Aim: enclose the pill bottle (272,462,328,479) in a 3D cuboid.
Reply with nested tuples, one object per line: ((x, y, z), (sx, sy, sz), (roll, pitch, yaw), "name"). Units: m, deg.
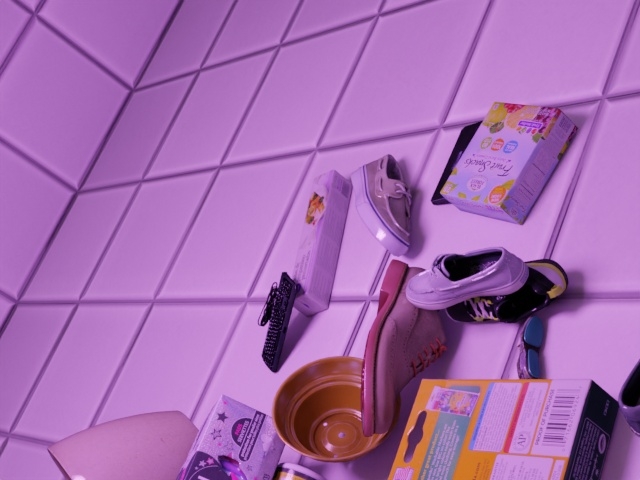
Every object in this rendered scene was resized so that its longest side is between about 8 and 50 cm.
((-0.058, 0.471, 1.826), (0.103, 0.103, 0.184), (-6, 53, 50), "pill bottle")

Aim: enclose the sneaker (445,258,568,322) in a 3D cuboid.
((0.282, 0.090, 1.754), (0.234, 0.084, 0.097), (-23, 16, 40), "sneaker")

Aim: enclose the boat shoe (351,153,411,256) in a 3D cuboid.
((0.128, -0.080, 2.137), (0.094, 0.109, 0.302), (-41, 31, 15), "boat shoe")

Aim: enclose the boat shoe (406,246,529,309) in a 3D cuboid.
((0.218, 0.050, 1.745), (0.227, 0.081, 0.079), (-14, 44, 41), "boat shoe")

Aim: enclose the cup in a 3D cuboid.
((-0.312, 0.448, 2.027), (0.237, 0.331, 0.331), (-35, 27, -19), "cup")

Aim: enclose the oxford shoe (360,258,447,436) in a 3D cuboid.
((0.144, 0.175, 1.818), (0.130, 0.123, 0.348), (11, 52, 7), "oxford shoe")

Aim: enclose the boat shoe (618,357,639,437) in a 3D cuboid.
((0.505, 0.124, 1.441), (0.319, 0.099, 0.116), (-53, 30, -2), "boat shoe")

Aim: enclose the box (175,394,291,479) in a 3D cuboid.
((-0.169, 0.413, 1.849), (0.163, 0.142, 0.247), (121, 172, -54), "box")

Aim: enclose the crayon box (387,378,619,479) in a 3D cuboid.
((0.257, 0.307, 1.599), (0.323, 0.083, 0.203), (-7, 53, 49), "crayon box")

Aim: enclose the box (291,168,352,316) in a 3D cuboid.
((0.000, 0.000, 2.259), (0.063, 0.067, 0.324), (-24, 42, 40), "box")

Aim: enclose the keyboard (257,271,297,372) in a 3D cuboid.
((-0.096, 0.157, 2.176), (0.100, 0.038, 0.192), (-135, 57, -60), "keyboard")

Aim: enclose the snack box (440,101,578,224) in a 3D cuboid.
((0.333, -0.141, 1.961), (0.174, 0.070, 0.207), (17, 74, 57), "snack box")

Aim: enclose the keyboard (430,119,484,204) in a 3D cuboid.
((0.276, -0.149, 2.086), (0.108, 0.023, 0.180), (-14, 48, 60), "keyboard")

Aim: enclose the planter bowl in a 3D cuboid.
((0.031, 0.305, 1.853), (0.217, 0.090, 0.217), (-6, 44, 5), "planter bowl")

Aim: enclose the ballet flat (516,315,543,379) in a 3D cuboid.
((0.319, 0.169, 1.701), (0.041, 0.041, 0.114), (-24, 40, 38), "ballet flat")
